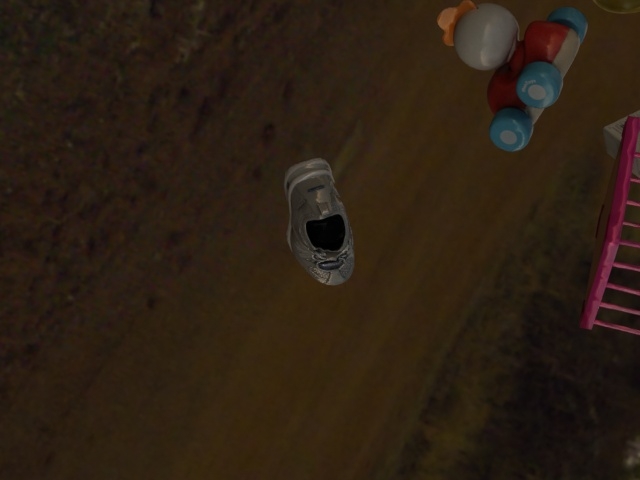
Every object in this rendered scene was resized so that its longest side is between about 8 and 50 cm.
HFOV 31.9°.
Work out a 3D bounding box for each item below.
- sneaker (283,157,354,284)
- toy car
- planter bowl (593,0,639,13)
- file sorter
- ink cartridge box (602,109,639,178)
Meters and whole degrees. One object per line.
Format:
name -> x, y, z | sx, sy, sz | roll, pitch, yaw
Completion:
sneaker -> 0.000, 0.000, 1.753 | 0.281, 0.105, 0.115 | 70, 1, -54
toy car -> 0.301, -0.318, 1.915 | 0.219, 0.238, 0.210 | -59, 177, -41
planter bowl -> 0.586, -0.527, 2.055 | 0.217, 0.217, 0.090 | 82, -3, -57
file sorter -> 0.493, -0.002, 1.604 | 0.291, 0.182, 0.202 | 79, 25, -62
ink cartridge box -> 0.612, -0.163, 1.703 | 0.275, 0.239, 0.060 | -26, 125, -5
